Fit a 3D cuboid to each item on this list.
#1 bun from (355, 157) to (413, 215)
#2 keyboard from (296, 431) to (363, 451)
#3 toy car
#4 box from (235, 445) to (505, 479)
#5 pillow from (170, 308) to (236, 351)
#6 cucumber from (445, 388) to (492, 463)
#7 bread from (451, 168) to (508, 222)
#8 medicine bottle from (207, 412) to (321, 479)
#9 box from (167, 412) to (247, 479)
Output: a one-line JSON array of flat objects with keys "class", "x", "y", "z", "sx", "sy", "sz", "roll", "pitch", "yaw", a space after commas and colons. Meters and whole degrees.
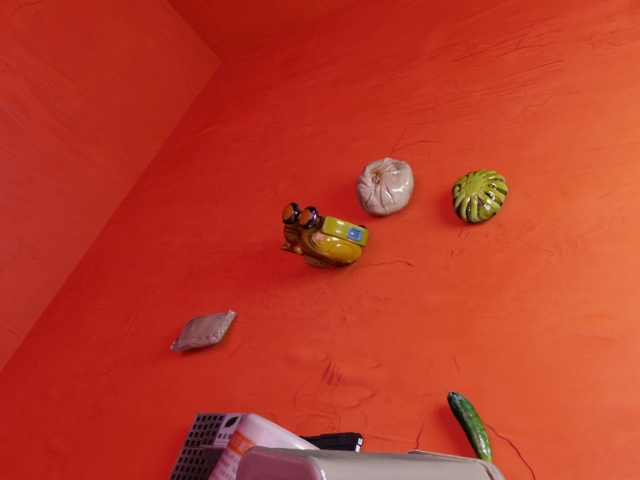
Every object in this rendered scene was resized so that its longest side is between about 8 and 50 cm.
[{"class": "bun", "x": 0.163, "y": -0.146, "z": 1.583, "sx": 0.164, "sy": 0.111, "sz": 0.188, "roll": -30, "pitch": 31, "yaw": 17}, {"class": "keyboard", "x": -0.028, "y": 0.439, "z": 1.224, "sx": 0.263, "sy": 0.016, "sz": 0.106, "roll": -17, "pitch": 42, "yaw": 36}, {"class": "toy car", "x": 0.000, "y": 0.000, "z": 1.547, "sx": 0.248, "sy": 0.201, "sz": 0.142, "roll": 15, "pitch": 87, "yaw": 56}, {"class": "box", "x": 0.057, "y": 0.437, "z": 0.738, "sx": 0.178, "sy": 0.344, "sz": 0.351, "roll": -11, "pitch": 66, "yaw": 47}, {"class": "pillow", "x": -0.338, "y": 0.260, "z": 1.740, "sx": 0.208, "sy": 0.053, "sz": 0.119, "roll": -16, "pitch": 38, "yaw": 38}, {"class": "cucumber", "x": 0.254, "y": 0.310, "z": 1.034, "sx": 0.039, "sy": 0.039, "sz": 0.167, "roll": -38, "pitch": 36, "yaw": 12}, {"class": "bread", "x": 0.350, "y": -0.103, "z": 1.363, "sx": 0.130, "sy": 0.071, "sz": 0.139, "roll": -2, "pitch": 52, "yaw": 42}, {"class": "medicine bottle", "x": -0.131, "y": 0.515, "z": 1.068, "sx": 0.211, "sy": 0.211, "sz": 0.371, "roll": 9, "pitch": 65, "yaw": 52}, {"class": "box", "x": -0.273, "y": 0.543, "z": 1.357, "sx": 0.181, "sy": 0.047, "sz": 0.324, "roll": -13, "pitch": 45, "yaw": 40}]
